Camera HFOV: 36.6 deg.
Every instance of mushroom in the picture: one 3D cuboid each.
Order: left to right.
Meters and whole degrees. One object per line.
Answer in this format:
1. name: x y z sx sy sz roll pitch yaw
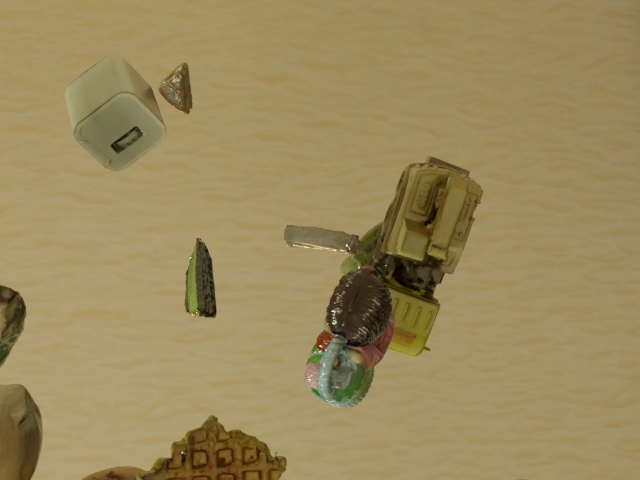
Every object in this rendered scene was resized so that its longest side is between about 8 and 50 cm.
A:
1. mushroom: -0.572 0.378 1.807 0.096 0.108 0.247 -31 53 26

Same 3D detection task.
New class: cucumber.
1. cucumber: -0.220 0.089 1.758 0.070 0.046 0.220 -56 24 27

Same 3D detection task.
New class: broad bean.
1. broad bean: 0.142 0.043 2.504 0.207 0.153 0.072 -48 42 27

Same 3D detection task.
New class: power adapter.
1. power adapter: -0.358 -0.237 1.660 0.125 0.130 0.205 47 -168 -41

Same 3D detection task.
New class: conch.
1. conch: -0.791 0.218 2.150 0.195 0.277 0.220 160 102 -82

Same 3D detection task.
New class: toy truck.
1. toy truck: 0.198 0.033 1.970 0.254 0.180 0.405 -98 29 -85

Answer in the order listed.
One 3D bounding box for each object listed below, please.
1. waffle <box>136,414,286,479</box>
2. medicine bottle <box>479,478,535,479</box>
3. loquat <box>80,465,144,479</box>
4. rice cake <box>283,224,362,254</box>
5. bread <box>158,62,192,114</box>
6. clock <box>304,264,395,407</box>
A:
1. waffle: -0.169 0.456 1.608 0.301 0.281 0.058 64 165 0
2. medicine bottle: 0.370 0.485 1.641 0.152 0.254 0.152 -35 48 50
3. loquat: -0.391 0.593 1.914 0.276 0.276 0.284 -132 20 -72
4. rice cake: -0.001 0.000 2.231 0.269 0.049 0.055 5 64 50
5. bread: -0.282 -0.295 1.869 0.109 0.062 0.043 87 -164 -46
6. clock: 0.045 0.144 1.409 0.195 0.100 0.194 74 -143 -67
